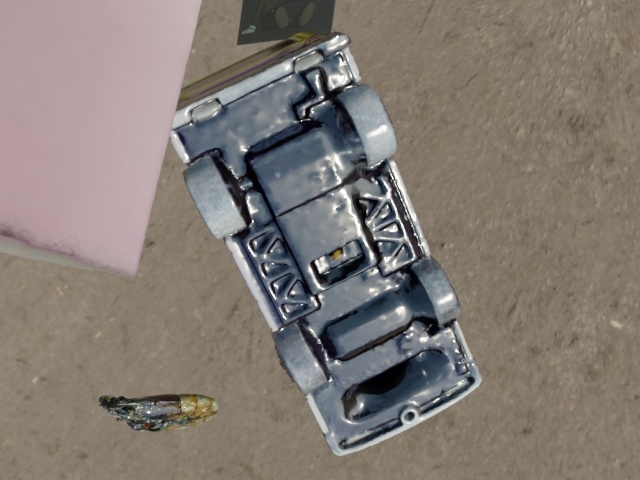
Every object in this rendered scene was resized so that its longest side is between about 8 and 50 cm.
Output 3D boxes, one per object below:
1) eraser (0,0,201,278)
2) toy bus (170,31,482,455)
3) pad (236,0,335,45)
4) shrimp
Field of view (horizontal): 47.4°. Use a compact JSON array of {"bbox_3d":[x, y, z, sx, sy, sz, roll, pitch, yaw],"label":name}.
[{"bbox_3d":[-0.230,-0.174,0.568,0.122,0.272,0.359,4,78,31],"label":"eraser"},{"bbox_3d":[0.000,0.000,0.850,0.209,0.249,0.440,-27,112,-3],"label":"toy bus"},{"bbox_3d":[-0.050,-0.365,1.102,0.190,0.004,0.127,5,87,37],"label":"pad"},{"bbox_3d":[-0.204,0.220,0.906,0.091,0.161,0.034,-47,47,30],"label":"shrimp"}]
